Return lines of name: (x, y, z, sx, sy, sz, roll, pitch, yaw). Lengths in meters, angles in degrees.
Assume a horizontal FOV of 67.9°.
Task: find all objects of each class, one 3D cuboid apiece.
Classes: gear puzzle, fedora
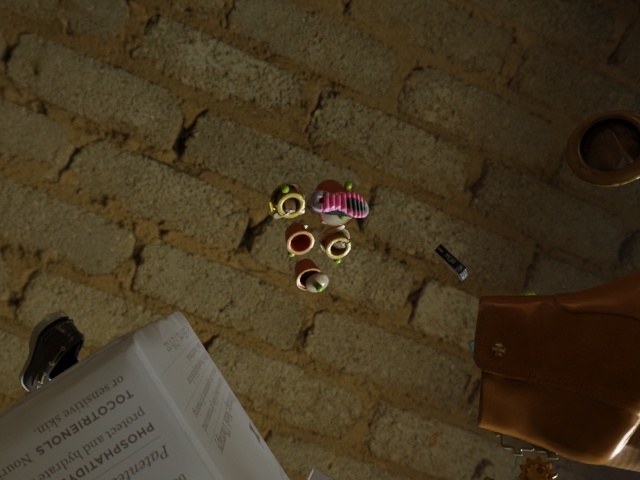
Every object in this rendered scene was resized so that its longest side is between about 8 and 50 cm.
gear puzzle: (0.520, 0.443, 1.179, 0.175, 0.339, 0.044, -8, 143, 32)
fedora: (0.646, -0.194, 1.052, 0.194, 0.194, 0.079, 21, 170, 43)

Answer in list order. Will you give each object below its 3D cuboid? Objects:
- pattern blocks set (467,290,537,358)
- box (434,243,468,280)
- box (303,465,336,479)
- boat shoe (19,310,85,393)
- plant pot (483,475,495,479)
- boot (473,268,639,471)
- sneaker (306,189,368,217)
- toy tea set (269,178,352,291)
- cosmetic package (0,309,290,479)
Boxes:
pattern blocks set: (0.512, 0.256, 1.085, 0.286, 0.324, 0.026, 62, 175, -2)
box: (0.253, 0.044, 0.917, 0.067, 0.018, 0.083, 48, -176, 22)
box: (-0.027, 0.557, 0.903, 0.103, 0.203, 0.114, 30, 144, 10)
boat shoe: (-0.467, 0.219, 0.835, 0.068, 0.228, 0.081, 39, -143, 9)
plant pot: (0.257, 0.377, 0.664, 0.079, 0.083, 0.083, 24, 179, 34)
boot: (0.261, 0.070, 0.449, 0.211, 0.295, 0.104, 11, -172, 21)
sneaker: (0.029, -0.063, 0.870, 0.119, 0.047, 0.057, 9, 164, -20)
toy tea set: (0.000, 0.000, 1.190, 0.199, 0.336, 0.124, -17, -141, -9)
cosmetic package: (-0.248, 0.353, 0.631, 0.394, 0.327, 0.329, 58, 172, -1)
